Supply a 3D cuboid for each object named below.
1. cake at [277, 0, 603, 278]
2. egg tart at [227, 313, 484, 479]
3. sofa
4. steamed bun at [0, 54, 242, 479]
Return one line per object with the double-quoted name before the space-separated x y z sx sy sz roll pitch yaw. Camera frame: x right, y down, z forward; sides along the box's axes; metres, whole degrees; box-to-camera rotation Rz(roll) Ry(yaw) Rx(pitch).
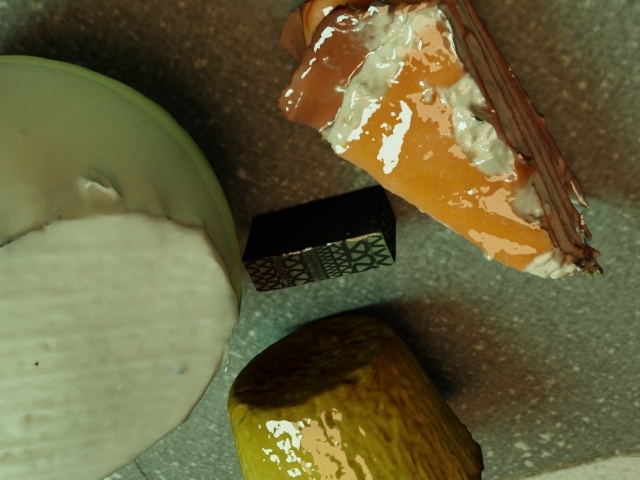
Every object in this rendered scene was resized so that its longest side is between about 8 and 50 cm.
"cake" 0.106 -0.076 0.558 0.287 0.098 0.135 35 123 -15
"egg tart" 0.017 0.172 0.698 0.215 0.215 0.171 -18 109 21
"sofa" 0.000 0.000 0.654 0.118 0.060 0.039 -13 129 16
"steamed bun" -0.224 0.006 0.586 0.309 0.309 0.309 4 126 6
